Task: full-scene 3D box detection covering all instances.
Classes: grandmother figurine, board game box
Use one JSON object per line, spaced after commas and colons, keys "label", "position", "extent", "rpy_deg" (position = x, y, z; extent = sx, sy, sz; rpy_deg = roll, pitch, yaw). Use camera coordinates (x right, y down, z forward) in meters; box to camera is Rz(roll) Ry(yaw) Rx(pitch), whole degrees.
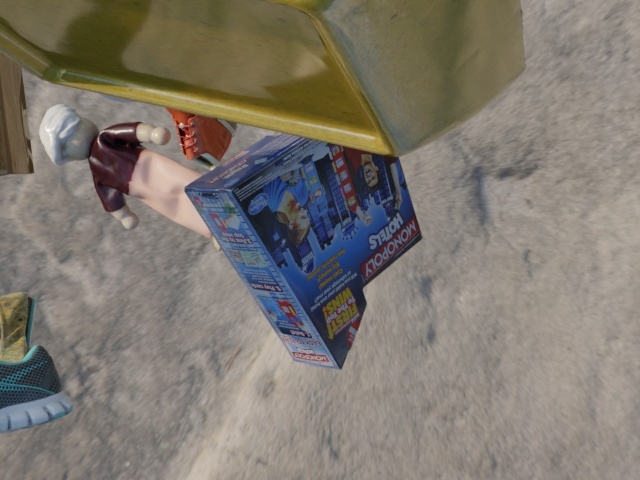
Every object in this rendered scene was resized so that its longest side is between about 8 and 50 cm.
{"label": "grandmother figurine", "position": [-0.283, -0.105, 1.590], "extent": [0.342, 0.104, 0.208], "rpy_deg": [28, 118, 2]}
{"label": "board game box", "position": [0.000, 0.000, 0.874], "extent": [0.060, 0.194, 0.194], "rpy_deg": [5, 121, 43]}

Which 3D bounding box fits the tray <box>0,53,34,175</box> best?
{"label": "tray", "position": [-0.410, -0.258, 0.983], "extent": [0.202, 0.076, 0.411], "rpy_deg": [-6, 94, 5]}

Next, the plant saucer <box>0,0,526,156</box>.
{"label": "plant saucer", "position": [-0.076, -0.126, 0.493], "extent": [0.332, 0.333, 0.081], "rpy_deg": [13, 83, 14]}

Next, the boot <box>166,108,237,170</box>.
{"label": "boot", "position": [-0.183, -0.162, 1.453], "extent": [0.059, 0.158, 0.085], "rpy_deg": [4, 67, 39]}

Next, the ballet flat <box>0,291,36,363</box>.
{"label": "ballet flat", "position": [-0.552, 0.200, 1.772], "extent": [0.123, 0.349, 0.123], "rpy_deg": [-7, 120, -12]}

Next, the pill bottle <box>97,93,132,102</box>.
{"label": "pill bottle", "position": [-0.297, -0.350, 1.545], "extent": [0.146, 0.146, 0.264], "rpy_deg": [-15, 60, 3]}

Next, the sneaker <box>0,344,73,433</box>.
{"label": "sneaker", "position": [-0.301, 0.133, 0.879], "extent": [0.166, 0.065, 0.076], "rpy_deg": [-8, 78, -35]}
